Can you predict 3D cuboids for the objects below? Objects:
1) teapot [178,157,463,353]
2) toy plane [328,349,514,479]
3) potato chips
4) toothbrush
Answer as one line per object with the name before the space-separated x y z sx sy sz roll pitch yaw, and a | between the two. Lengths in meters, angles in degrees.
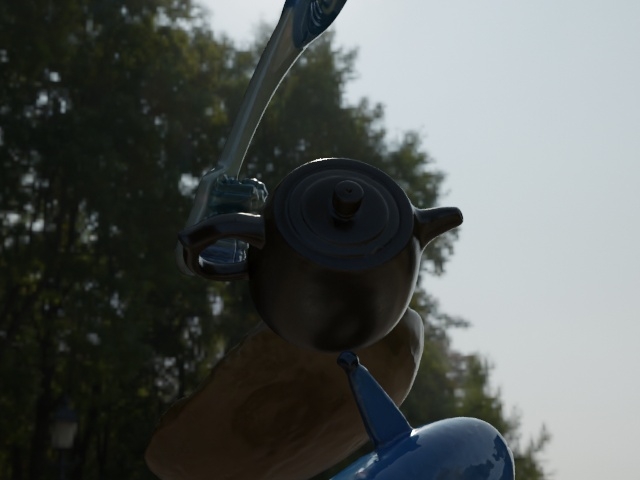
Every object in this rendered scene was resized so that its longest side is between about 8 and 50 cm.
teapot | 0.000 0.000 0.458 0.121 0.076 0.068 -1 -36 -9
toy plane | -0.016 0.134 0.353 0.254 0.105 0.271 -27 13 48
potato chips | -0.014 0.120 0.732 0.208 0.062 0.195 -14 -41 -27
toothbrush | 0.001 -0.149 0.613 0.040 0.386 0.040 17 -24 8
